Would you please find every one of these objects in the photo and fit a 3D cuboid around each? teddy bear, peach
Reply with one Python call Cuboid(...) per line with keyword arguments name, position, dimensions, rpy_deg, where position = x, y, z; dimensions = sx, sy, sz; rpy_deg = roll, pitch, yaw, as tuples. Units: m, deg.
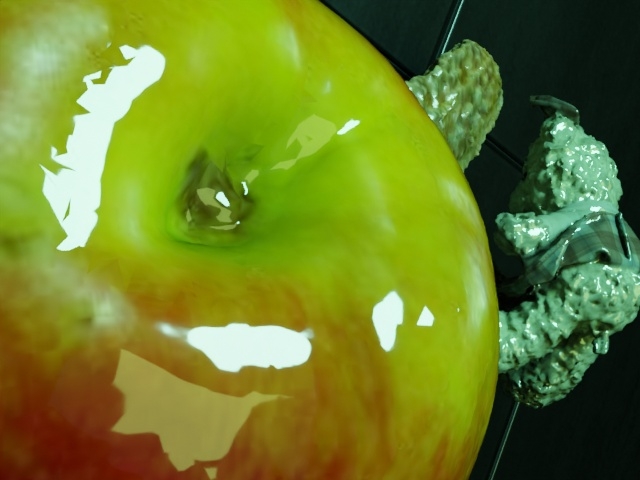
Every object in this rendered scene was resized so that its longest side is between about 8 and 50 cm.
Cuboid(name="teddy bear", position=(0.170, 0.005, 0.845), dimensions=(0.133, 0.111, 0.213), rpy_deg=(29, 72, -52))
Cuboid(name="peach", position=(-0.124, 0.046, 0.566), dimensions=(0.388, 0.388, 0.388), rpy_deg=(-9, 104, -42))

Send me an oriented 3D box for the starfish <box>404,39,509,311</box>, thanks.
Cuboid(name="starfish", position=(0.009, 0.001, 0.855), dimensions=(0.398, 0.132, 0.384), rpy_deg=(-35, 124, -30))
